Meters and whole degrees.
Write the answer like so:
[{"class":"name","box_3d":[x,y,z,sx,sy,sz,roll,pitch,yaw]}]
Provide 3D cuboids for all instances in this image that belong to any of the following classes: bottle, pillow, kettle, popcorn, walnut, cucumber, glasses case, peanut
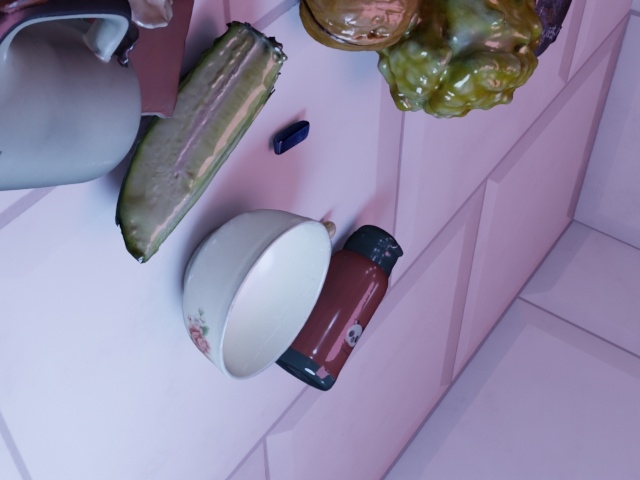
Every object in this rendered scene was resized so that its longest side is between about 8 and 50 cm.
[{"class":"bottle","box_3d":[0.044,0.124,1.826,0.336,0.144,0.144,-56,156,-16]},{"class":"pillow","box_3d":[-0.212,-0.213,1.025,0.179,0.075,0.171,-22,127,-59]},{"class":"kettle","box_3d":[-0.267,-0.140,0.794,0.240,0.165,0.255,-37,174,17]},{"class":"popcorn","box_3d":[0.237,-0.351,1.546,0.335,0.279,0.274,-35,162,-35]},{"class":"walnut","box_3d":[0.053,-0.341,1.338,0.180,0.144,0.144,-8,128,-25]},{"class":"cucumber","box_3d":[-0.170,-0.123,1.185,0.325,0.105,0.145,-58,-177,-10]},{"class":"glasses case","box_3d":[-0.049,-0.166,1.476,0.083,0.023,0.033,-38,152,-41]},{"class":"peanut","box_3d":[0.000,0.000,1.738,0.083,0.037,0.037,-62,157,-6]}]

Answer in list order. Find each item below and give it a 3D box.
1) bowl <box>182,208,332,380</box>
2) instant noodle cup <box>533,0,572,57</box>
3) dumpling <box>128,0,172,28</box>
[{"class":"bowl","box_3d":[-0.117,0.066,1.434,0.277,0.145,0.277,-47,151,-36]},{"class":"instant noodle cup","box_3d":[0.350,-0.476,1.738,0.217,0.207,0.217,-47,152,-35]},{"class":"dumpling","box_3d":[-0.180,-0.309,0.928,0.126,0.216,0.166,-32,165,5]}]
